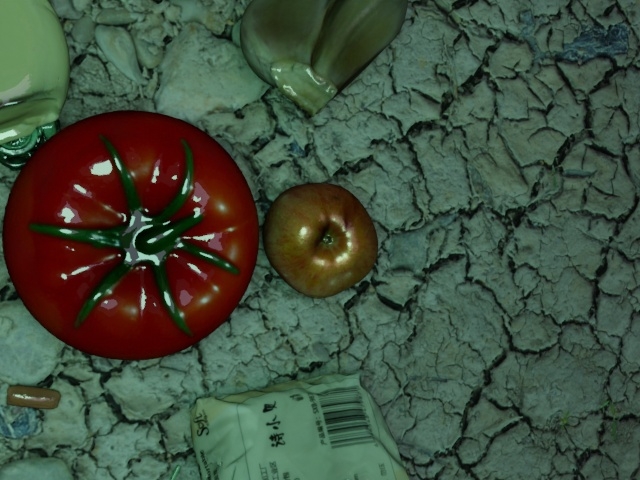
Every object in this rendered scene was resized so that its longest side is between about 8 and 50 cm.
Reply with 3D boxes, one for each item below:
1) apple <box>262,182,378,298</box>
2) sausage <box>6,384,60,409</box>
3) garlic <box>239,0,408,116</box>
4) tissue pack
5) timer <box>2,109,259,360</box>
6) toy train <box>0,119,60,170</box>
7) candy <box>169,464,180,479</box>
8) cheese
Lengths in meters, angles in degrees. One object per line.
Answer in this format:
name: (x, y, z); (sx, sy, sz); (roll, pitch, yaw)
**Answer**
apple: (0.000, 0.000, 1.290); (0.209, 0.164, 0.210); (0, 91, -19)
sausage: (-0.465, 0.254, 1.182); (0.083, 0.034, 0.034); (12, 87, -22)
garlic: (0.014, -0.391, 1.255); (0.231, 0.246, 0.340); (39, 88, -4)
tissue pack: (-0.020, 0.406, 1.207); (0.389, 0.195, 0.376); (-4, 50, -17)
timer: (-0.284, -0.009, 1.119); (0.377, 0.279, 0.379); (-1, 94, -22)
toy train: (-0.556, -0.199, 1.094); (0.300, 0.120, 0.203); (-12, 92, -21)
candy: (-0.288, 0.479, 1.253); (0.062, 0.058, 0.194); (45, 64, -44)
cheese: (-0.483, -0.250, 0.996); (0.265, 0.127, 0.233); (-26, 91, -22)
